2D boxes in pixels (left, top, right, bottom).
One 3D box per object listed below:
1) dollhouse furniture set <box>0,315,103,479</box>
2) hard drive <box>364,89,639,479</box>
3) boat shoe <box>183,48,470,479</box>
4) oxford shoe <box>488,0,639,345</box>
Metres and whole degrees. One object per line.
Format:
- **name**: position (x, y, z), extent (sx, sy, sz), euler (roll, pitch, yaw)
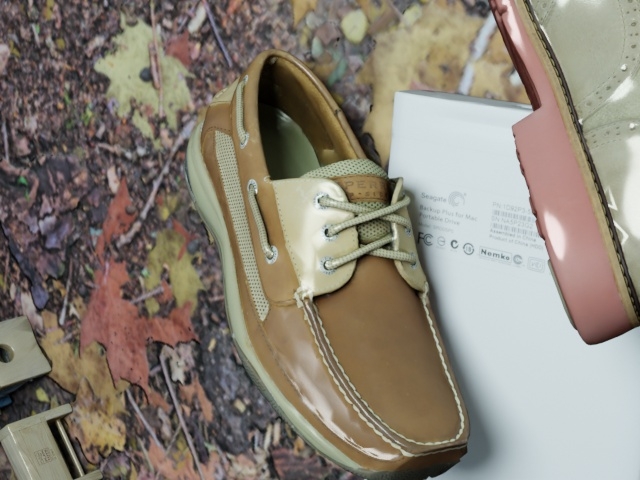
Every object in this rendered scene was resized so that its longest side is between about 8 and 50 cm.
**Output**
- **dollhouse furniture set**: position (-0.336, 0.195, 1.035), extent (0.129, 0.129, 0.183), euler (-38, 76, 38)
- **hard drive**: position (0.127, 0.066, 0.686), extent (0.203, 0.040, 0.307), euler (15, 109, 37)
- **boat shoe**: position (0.000, 0.000, 0.677), extent (0.324, 0.123, 0.120), euler (60, 137, 33)
- **oxford shoe**: position (0.160, -0.123, 0.564), extent (0.130, 0.123, 0.348), euler (-15, 73, 17)
